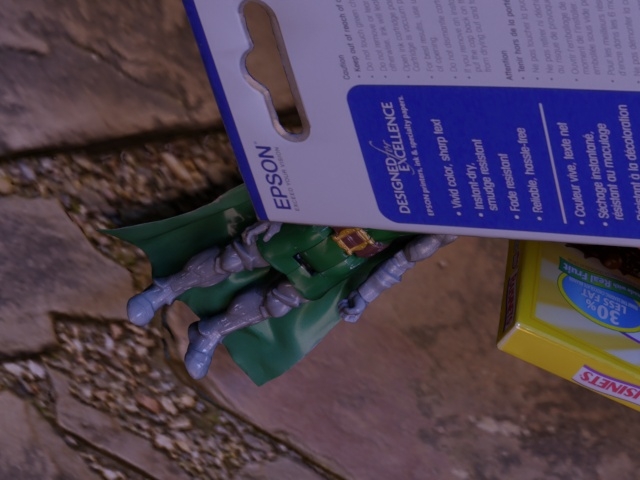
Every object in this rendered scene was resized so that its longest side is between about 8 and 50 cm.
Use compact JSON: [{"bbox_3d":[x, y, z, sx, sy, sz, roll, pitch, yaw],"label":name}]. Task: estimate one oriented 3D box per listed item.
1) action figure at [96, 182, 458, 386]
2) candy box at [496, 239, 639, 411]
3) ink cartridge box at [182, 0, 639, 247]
[{"bbox_3d":[0.000,0.000,0.965,0.232,0.063,0.137,-30,120,33],"label":"action figure"},{"bbox_3d":[0.189,0.051,0.934,0.206,0.105,0.027,24,137,-12],"label":"candy box"},{"bbox_3d":[0.121,-0.080,0.731,0.371,0.069,0.176,3,129,27],"label":"ink cartridge box"}]
